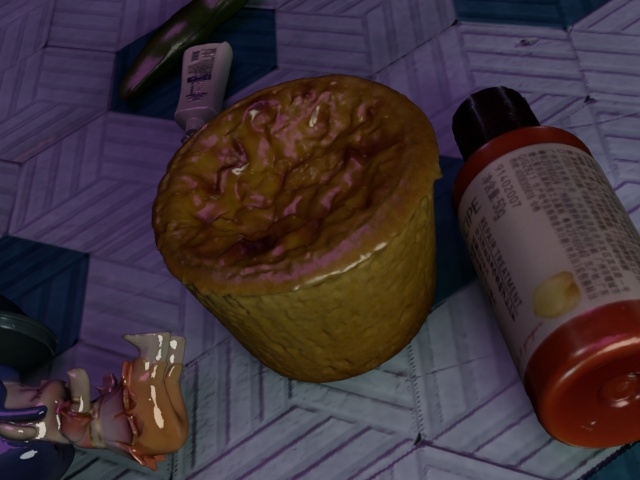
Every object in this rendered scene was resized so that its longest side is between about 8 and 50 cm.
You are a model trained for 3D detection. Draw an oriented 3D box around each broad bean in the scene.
[{"bbox_3d":[-0.102,-0.241,1.110,0.297,0.043,0.060,-49,22,-24],"label":"broad bean"}]

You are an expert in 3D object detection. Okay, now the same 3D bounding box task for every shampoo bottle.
[{"bbox_3d":[-0.111,-0.129,1.016,0.049,0.034,0.141,-5,47,10],"label":"shampoo bottle"},{"bbox_3d":[0.150,-0.002,0.729,0.104,0.104,0.278,-20,43,5],"label":"shampoo bottle"}]

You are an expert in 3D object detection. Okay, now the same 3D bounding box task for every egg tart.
[{"bbox_3d":[0.000,0.000,0.761,0.203,0.147,0.202,-14,44,13],"label":"egg tart"}]

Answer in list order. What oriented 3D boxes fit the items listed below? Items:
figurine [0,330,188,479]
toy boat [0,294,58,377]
[{"bbox_3d":[-0.185,0.125,0.744,0.195,0.111,0.102,-11,76,7],"label":"figurine"},{"bbox_3d":[-0.336,0.085,0.789,0.296,0.114,0.122,-1,50,-25],"label":"toy boat"}]
